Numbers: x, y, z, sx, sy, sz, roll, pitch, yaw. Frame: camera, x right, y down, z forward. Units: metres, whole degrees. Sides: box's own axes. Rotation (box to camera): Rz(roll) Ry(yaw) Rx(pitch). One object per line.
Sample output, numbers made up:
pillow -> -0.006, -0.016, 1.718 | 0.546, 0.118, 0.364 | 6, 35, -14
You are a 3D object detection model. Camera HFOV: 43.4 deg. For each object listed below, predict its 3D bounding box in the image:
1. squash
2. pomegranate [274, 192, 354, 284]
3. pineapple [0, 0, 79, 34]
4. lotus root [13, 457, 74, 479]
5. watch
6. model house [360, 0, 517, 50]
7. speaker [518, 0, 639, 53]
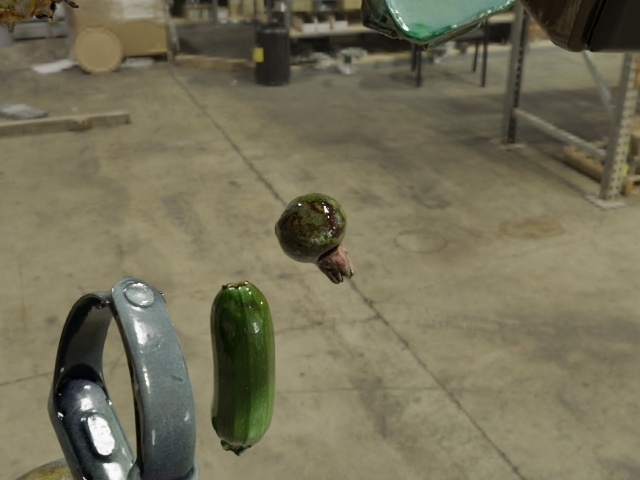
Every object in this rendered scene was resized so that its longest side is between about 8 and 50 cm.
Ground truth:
squash -> -0.086, 0.146, 0.888 | 0.077, 0.219, 0.068 | 16, 27, 21
pomegranate -> -0.012, 0.000, 1.388 | 0.126, 0.163, 0.138 | -10, 4, 0
pineapple -> -0.439, -0.391, 1.120 | 0.221, 0.221, 0.047 | -12, -2, -23
lotus root -> -0.345, 0.380, 1.157 | 0.140, 0.158, 0.322 | 26, 14, 26
watch -> -0.180, 0.150, 0.732 | 0.068, 0.193, 0.206 | -2, 50, -41
model house -> 0.219, -0.495, 1.676 | 0.281, 0.229, 0.249 | -24, -7, -13
speaker -> 0.234, -0.264, 0.554 | 0.153, 0.230, 0.192 | -4, 42, -15
